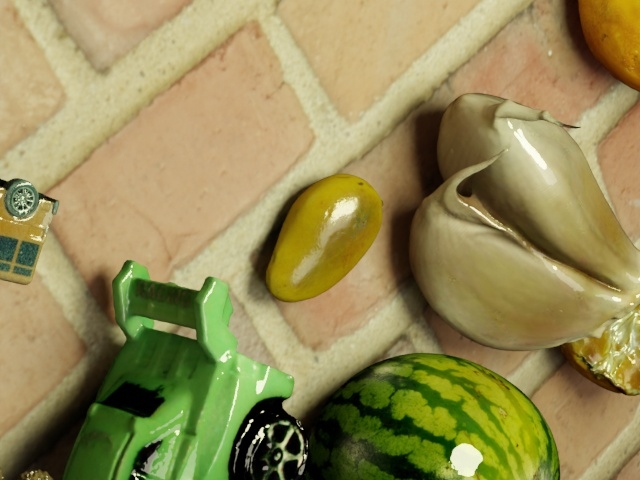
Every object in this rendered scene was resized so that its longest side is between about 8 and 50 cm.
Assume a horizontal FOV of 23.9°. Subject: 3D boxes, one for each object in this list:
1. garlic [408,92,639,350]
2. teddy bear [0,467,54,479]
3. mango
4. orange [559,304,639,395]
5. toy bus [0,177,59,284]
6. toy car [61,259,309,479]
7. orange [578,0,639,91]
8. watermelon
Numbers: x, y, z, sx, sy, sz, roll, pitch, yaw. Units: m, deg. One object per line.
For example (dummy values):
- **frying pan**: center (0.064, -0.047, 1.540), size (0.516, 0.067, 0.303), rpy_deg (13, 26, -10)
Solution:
- **garlic**: center (0.199, -0.019, 1.677), size (0.231, 0.246, 0.340), rpy_deg (-44, 137, -5)
- **teddy bear**: center (-0.320, 0.267, 1.445), size (0.119, 0.078, 0.160), rpy_deg (16, 115, -23)
- **mango**: center (0.000, 0.000, 1.621), size (0.161, 0.076, 0.103), rpy_deg (-51, 132, -12)
- **orange**: center (0.363, 0.116, 1.920), size (0.160, 0.112, 0.170), rpy_deg (-3, 81, -27)
- **toy bus**: center (-0.337, -0.024, 1.336), size (0.182, 0.091, 0.103), rpy_deg (17, 91, -42)
- **toy car**: center (-0.158, 0.219, 1.450), size (0.176, 0.213, 0.359), rpy_deg (34, 74, -44)
- **orange**: center (0.422, -0.284, 1.778), size (0.240, 0.240, 0.240), rpy_deg (-12, 109, -36)
- **watermelon**: center (0.122, 0.263, 1.658), size (0.285, 0.285, 0.285), rpy_deg (-12, 109, -36)
